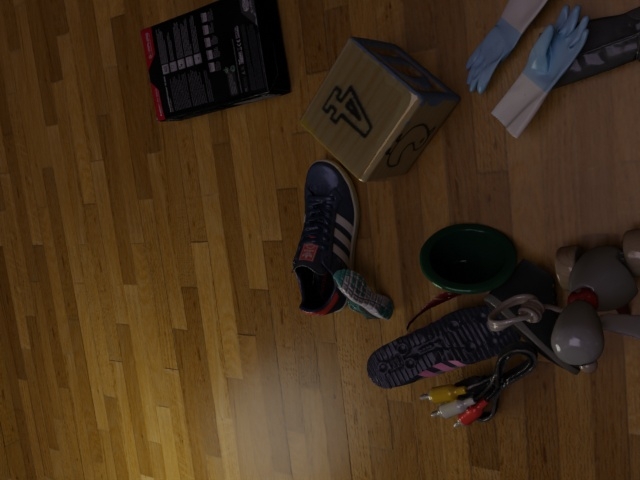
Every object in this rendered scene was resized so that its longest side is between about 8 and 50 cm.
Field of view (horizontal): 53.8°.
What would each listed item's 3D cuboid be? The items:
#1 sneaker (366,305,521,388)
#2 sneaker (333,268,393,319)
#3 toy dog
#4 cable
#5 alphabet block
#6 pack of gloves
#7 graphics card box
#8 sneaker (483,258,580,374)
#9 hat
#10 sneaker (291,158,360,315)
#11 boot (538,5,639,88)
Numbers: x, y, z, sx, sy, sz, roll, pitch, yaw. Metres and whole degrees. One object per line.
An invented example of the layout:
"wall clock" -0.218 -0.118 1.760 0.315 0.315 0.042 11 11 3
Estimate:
"sneaker" 0.254 0.214 1.296 0.318 0.131 0.112 -19 76 14
"sneaker" 0.079 0.126 1.376 0.166 0.065 0.076 41 142 -22
"toy dog" 0.455 0.118 1.034 0.220 0.333 0.161 -5 116 59
"cable" 0.328 0.296 1.227 0.139 0.072 0.287 38 138 -7
"alphabet block" 0.114 -0.254 1.228 0.193 0.192 0.197 46 122 19
"pack of gloves" 0.341 -0.330 1.097 0.195 0.046 0.232 58 132 36
"graphics card box" -0.255 -0.428 1.496 0.370 0.094 0.233 -6 97 36
"sneaker" 0.424 0.143 1.172 0.222 0.083 0.118 43 89 -2
"hat" 0.287 0.086 1.273 0.208 0.173 0.184 10 142 24
"sneaker" 0.000 0.000 1.383 0.131 0.148 0.350 1 101 34
"boot" 0.480 -0.291 1.043 0.208 0.076 0.190 -14 78 28
